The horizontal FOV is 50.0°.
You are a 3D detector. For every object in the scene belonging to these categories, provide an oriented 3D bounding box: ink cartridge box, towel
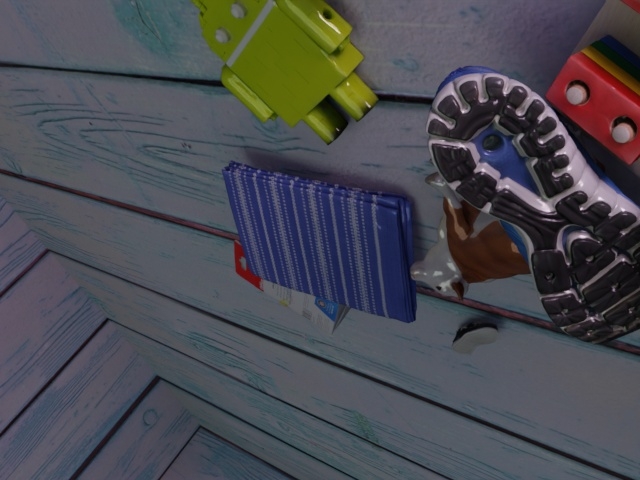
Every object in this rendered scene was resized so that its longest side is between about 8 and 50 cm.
[{"bbox_3d":[-0.049,0.065,1.298,0.231,0.078,0.134,31,150,13],"label":"ink cartridge box"},{"bbox_3d":[0.000,0.000,1.110,0.336,0.040,0.243,15,133,30],"label":"towel"}]

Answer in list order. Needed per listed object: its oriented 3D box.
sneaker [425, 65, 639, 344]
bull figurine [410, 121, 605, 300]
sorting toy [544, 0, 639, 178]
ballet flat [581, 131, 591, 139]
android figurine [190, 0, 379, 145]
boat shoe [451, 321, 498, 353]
[{"bbox_3d":[0.223,-0.040,0.644,0.130,0.147,0.330,-32,111,24],"label":"sneaker"},{"bbox_3d":[0.217,-0.019,0.826,0.310,0.101,0.188,-11,119,50],"label":"bull figurine"},{"bbox_3d":[0.305,-0.110,0.488,0.255,0.089,0.257,46,145,18],"label":"sorting toy"},{"bbox_3d":[0.299,-0.135,0.608,0.057,0.052,0.168,41,152,-4],"label":"ballet flat"},{"bbox_3d":[-0.056,-0.242,0.871,0.273,0.056,0.248,43,152,-12],"label":"android figurine"},{"bbox_3d":[0.251,0.151,1.114,0.046,0.038,0.125,19,153,-3],"label":"boat shoe"}]
